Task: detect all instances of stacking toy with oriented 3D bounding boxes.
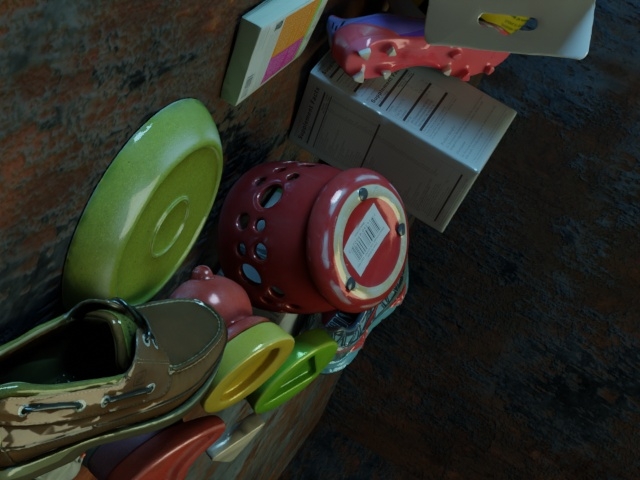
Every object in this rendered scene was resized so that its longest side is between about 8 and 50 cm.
[{"bbox_3d":[-0.139,0.165,1.100,0.309,0.130,0.279,-47,161,18],"label":"stacking toy"}]

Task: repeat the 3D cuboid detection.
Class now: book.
[{"bbox_3d":[-0.047,-0.207,0.953,0.144,0.035,0.096,-49,167,-49],"label":"book"}]

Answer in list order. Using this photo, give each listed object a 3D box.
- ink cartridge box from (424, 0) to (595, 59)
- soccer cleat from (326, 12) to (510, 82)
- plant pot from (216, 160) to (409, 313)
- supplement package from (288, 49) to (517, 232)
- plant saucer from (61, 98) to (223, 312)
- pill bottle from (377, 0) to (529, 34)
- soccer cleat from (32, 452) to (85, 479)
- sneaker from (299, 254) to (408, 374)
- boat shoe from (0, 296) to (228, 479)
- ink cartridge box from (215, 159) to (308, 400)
[{"bbox_3d":[0.222,-0.388,1.005,0.119,0.207,0.353,-21,118,-76],"label":"ink cartridge box"},{"bbox_3d":[0.127,-0.252,1.153,0.248,0.095,0.083,-9,144,-22],"label":"soccer cleat"},{"bbox_3d":[0.000,0.000,1.114,0.191,0.174,0.191,-7,100,-47],"label":"plant pot"},{"bbox_3d":[0.104,-0.151,1.208,0.134,0.244,0.139,-54,173,-36],"label":"supplement package"},{"bbox_3d":[-0.158,-0.020,0.888,0.241,0.037,0.241,-58,170,-17],"label":"plant saucer"},{"bbox_3d":[0.210,-0.358,1.245,0.334,0.188,0.188,-49,177,27],"label":"pill bottle"},{"bbox_3d":[-0.272,0.216,0.880,0.076,0.068,0.196,-55,171,-19],"label":"soccer cleat"},{"bbox_3d":[0.062,0.070,1.323,0.262,0.104,0.125,-56,167,-35],"label":"sneaker"},{"bbox_3d":[-0.179,0.107,0.801,0.307,0.111,0.104,-29,147,-53],"label":"boat shoe"},{"bbox_3d":[-0.062,0.063,1.331,0.289,0.121,0.211,-56,169,-29],"label":"ink cartridge box"}]
